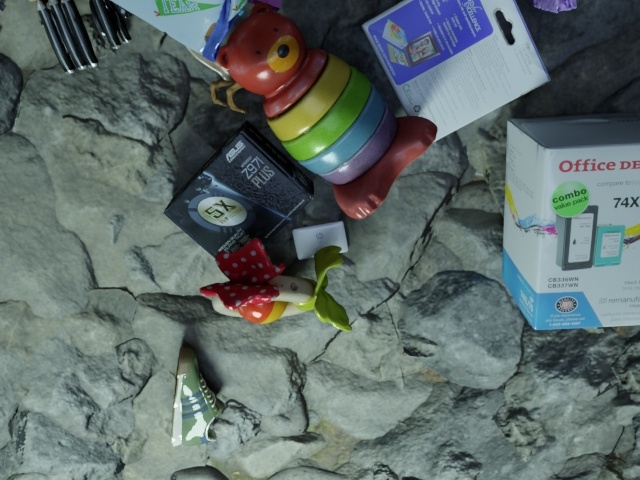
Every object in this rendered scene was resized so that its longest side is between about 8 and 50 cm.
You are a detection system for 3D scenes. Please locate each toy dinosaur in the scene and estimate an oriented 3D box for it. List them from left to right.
[{"bbox_3d":[-0.131,-0.250,1.099,0.211,0.064,0.112,9,105,-24],"label":"toy dinosaur"}]

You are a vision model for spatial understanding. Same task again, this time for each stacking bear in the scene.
[{"bbox_3d":[-0.009,-0.193,1.047,0.289,0.164,0.175,42,87,-24],"label":"stacking bear"}]

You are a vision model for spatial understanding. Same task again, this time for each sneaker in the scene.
[{"bbox_3d":[-0.208,0.270,1.300,0.086,0.064,0.192,5,111,-11],"label":"sneaker"}]

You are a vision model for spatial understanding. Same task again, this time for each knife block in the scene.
[{"bbox_3d":[-0.373,-0.378,1.030,0.275,0.088,0.242,26,108,-11],"label":"knife block"}]

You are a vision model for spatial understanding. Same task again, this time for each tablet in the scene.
[{"bbox_3d":[0.000,0.000,1.224,0.083,0.006,0.054,-10,111,3],"label":"tablet"}]

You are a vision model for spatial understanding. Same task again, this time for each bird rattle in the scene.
[{"bbox_3d":[-0.078,0.089,1.148,0.253,0.207,0.143,-1,73,-38],"label":"bird rattle"}]

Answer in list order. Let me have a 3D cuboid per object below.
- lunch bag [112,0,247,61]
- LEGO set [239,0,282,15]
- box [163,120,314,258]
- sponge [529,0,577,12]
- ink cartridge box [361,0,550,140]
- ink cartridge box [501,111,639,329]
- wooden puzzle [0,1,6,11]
[{"bbox_3d":[-0.158,-0.474,0.880,0.327,0.239,0.385,31,64,-13],"label":"lunch bag"},{"bbox_3d":[-0.161,-0.384,1.030,0.227,0.087,0.093,15,84,-17],"label":"LEGO set"},{"bbox_3d":[-0.122,-0.065,1.159,0.180,0.077,0.147,-43,105,14],"label":"box"},{"bbox_3d":[0.299,-0.416,1.008,0.031,0.117,0.210,-12,111,2],"label":"sponge"},{"bbox_3d":[0.196,-0.273,1.100,0.208,0.045,0.206,-27,109,10],"label":"ink cartridge box"},{"bbox_3d":[0.389,-0.036,1.112,0.198,0.197,0.270,-3,111,0],"label":"ink cartridge box"},{"bbox_3d":[-0.492,-0.352,1.083,0.049,0.006,0.083,-33,108,11],"label":"wooden puzzle"}]
